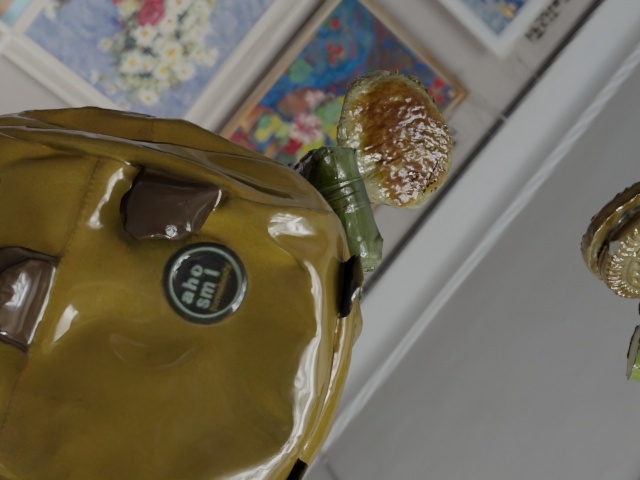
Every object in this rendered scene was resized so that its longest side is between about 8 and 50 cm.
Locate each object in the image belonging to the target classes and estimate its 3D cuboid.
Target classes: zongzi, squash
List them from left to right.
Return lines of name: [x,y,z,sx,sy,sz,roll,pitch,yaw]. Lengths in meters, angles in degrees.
zongzi: [0.000,0.000,0.995,0.062,0.154,0.130,-14,176,-41]
squash: [0.582,0.200,1.730,0.095,0.188,0.095,15,90,-80]

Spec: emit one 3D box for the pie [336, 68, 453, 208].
pie: [0.098,-0.133,1.465,0.163,0.193,0.079,-29,-173,-18]

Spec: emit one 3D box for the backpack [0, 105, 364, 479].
backpack: [-0.165,0.068,0.799,0.201,0.378,0.353,78,25,-73]

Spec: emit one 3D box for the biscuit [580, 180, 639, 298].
biscuit: [0.520,-0.010,1.657,0.259,0.259,0.079,-40,-130,22]

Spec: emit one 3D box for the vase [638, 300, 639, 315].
vase: [0.437,0.068,1.230,0.086,0.214,0.086,4,-85,47]
